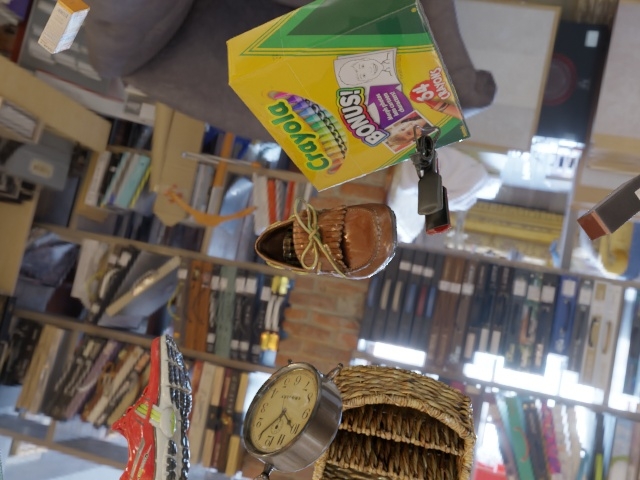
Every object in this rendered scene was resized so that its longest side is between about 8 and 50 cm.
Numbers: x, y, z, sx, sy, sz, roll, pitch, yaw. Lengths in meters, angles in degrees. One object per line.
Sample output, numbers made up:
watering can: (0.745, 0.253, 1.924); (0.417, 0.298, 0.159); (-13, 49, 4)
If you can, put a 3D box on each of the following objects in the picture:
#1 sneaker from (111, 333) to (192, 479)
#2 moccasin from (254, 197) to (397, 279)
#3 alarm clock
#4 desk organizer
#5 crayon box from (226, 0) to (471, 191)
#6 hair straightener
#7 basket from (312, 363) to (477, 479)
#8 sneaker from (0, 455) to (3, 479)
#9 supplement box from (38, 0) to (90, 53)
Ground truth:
sneaker: (-0.284, 0.282, 1.142); (0.118, 0.279, 0.107); (-9, 145, 8)
moccasin: (0.000, -0.003, 1.247); (0.146, 0.139, 0.380); (3, 180, -31)
alarm clock: (-0.041, 0.237, 0.858); (0.129, 0.192, 0.064); (-6, 136, 49)
desk organizer: (0.485, -0.055, 1.132); (0.047, 0.130, 0.050); (55, 158, 4)
crayon box: (0.061, -0.255, 1.202); (0.313, 0.106, 0.363); (-20, 148, 16)
hair straightener: (0.174, -0.118, 1.091); (0.047, 0.231, 0.089); (-12, 132, 24)
basket: (0.151, 0.400, 1.376); (0.299, 0.214, 0.223); (14, -143, 1)
sneaker: (-0.341, 0.332, 0.677); (0.366, 0.150, 0.135); (55, 176, 29)
supplement box: (-0.482, -0.405, 1.307); (0.036, 0.098, 0.062); (38, -151, -6)
